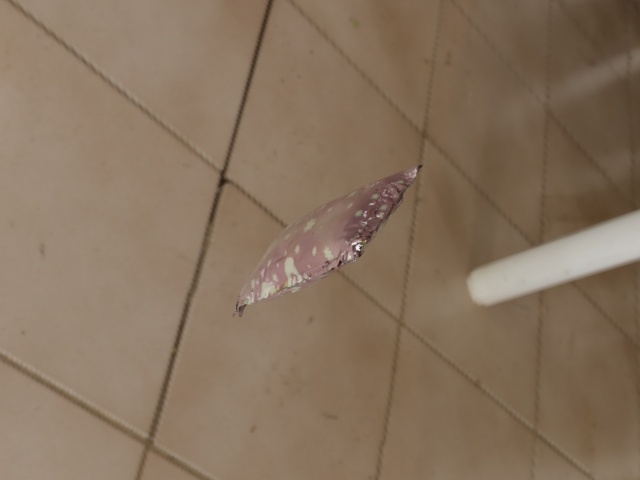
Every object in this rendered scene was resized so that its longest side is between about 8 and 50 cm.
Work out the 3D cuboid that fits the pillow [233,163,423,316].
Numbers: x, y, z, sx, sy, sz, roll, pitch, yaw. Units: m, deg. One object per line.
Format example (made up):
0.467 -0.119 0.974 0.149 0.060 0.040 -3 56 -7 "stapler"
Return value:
0.000 0.000 0.811 0.043 0.185 0.118 47 51 -8 "pillow"
